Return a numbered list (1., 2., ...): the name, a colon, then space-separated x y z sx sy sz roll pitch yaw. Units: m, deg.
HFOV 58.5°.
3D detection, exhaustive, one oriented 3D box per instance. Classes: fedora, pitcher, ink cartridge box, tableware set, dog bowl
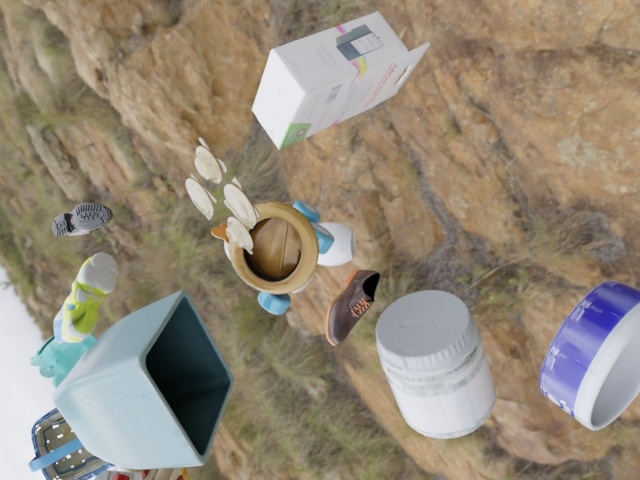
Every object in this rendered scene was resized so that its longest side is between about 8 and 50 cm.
1. fedora: -0.086 0.009 1.131 0.194 0.194 0.079 63 -161 -13
2. pitcher: 0.000 0.000 1.664 0.178 0.207 0.125 -59 -34 -63
3. ink cartridge box: 0.044 -0.353 1.226 0.119 0.353 0.207 56 152 10
4. tableware set: -0.134 -0.055 0.782 0.141 0.020 0.168 49 152 10
5. dog bowl: 0.527 0.209 1.052 0.104 0.265 0.265 35 150 44

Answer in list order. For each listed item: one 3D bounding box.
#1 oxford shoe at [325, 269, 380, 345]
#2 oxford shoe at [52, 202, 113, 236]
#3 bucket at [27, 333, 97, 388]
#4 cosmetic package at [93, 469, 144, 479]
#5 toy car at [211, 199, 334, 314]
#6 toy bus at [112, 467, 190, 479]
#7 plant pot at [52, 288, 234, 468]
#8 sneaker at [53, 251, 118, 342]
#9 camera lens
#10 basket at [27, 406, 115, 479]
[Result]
1. oxford shoe: 0.100 0.197 1.743 0.097 0.271 0.098 42 149 -27
2. oxford shoe: -0.692 -0.064 1.713 0.227 0.096 0.082 -9 85 30
3. bucket: -0.770 0.406 1.846 0.281 0.183 0.281 34 156 18
4. cosmetic package: -0.616 0.810 1.705 0.151 0.151 0.183 -133 53 -74
5. toy car: -0.135 0.006 1.274 0.238 0.219 0.210 26 -160 -29
6. toy bus: -0.378 0.609 1.304 0.191 0.202 0.104 53 155 38
7. plant pot: -0.355 0.284 1.114 0.247 0.252 0.248 -76 -34 -64
8. sneaker: -0.567 0.137 1.349 0.126 0.240 0.091 -26 126 32
9. camera lens: 0.252 0.273 1.242 0.219 0.219 0.274 33 151 54
10. basket: -0.601 0.499 1.441 0.289 0.255 0.201 -26 86 59
